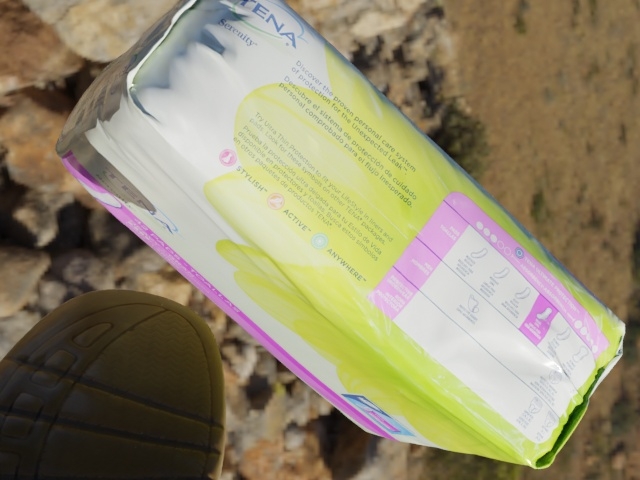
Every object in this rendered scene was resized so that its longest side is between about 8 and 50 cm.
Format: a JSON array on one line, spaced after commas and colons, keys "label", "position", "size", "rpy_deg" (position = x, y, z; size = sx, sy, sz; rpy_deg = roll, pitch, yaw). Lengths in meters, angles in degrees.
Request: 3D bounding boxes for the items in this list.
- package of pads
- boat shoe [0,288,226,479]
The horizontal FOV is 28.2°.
[{"label": "package of pads", "position": [0.000, 0.000, 0.706], "size": [0.296, 0.229, 0.101], "rpy_deg": [42, 73, -13]}, {"label": "boat shoe", "position": [-0.122, 0.178, 0.588], "size": [0.123, 0.123, 0.342], "rpy_deg": [109, -11, -49]}]
